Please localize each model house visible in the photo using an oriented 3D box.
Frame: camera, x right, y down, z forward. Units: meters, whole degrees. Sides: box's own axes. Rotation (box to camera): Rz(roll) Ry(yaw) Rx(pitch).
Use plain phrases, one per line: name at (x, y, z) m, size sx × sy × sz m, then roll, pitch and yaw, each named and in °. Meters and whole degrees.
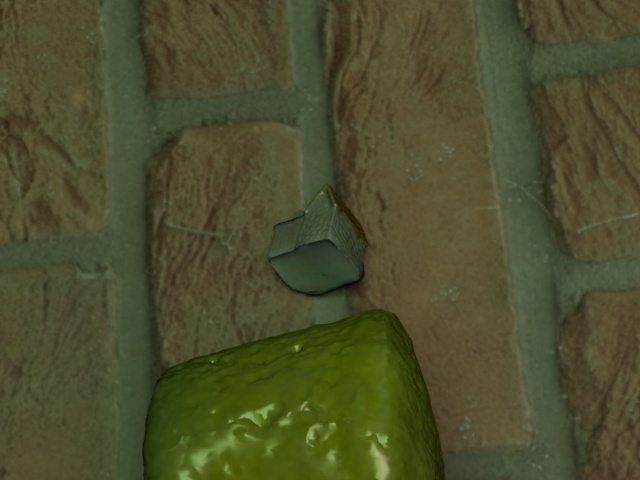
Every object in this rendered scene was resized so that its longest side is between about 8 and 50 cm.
model house at (0.000, 0.000, 2.036) m, size 0.101 × 0.088 × 0.100 m, roll -19°, pitch 40°, yaw 30°

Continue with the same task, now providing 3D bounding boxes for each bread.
bread at (-0.018, 0.262, 1.803) m, size 0.308 × 0.348 × 0.348 m, roll -11°, pitch 69°, yaw 5°
